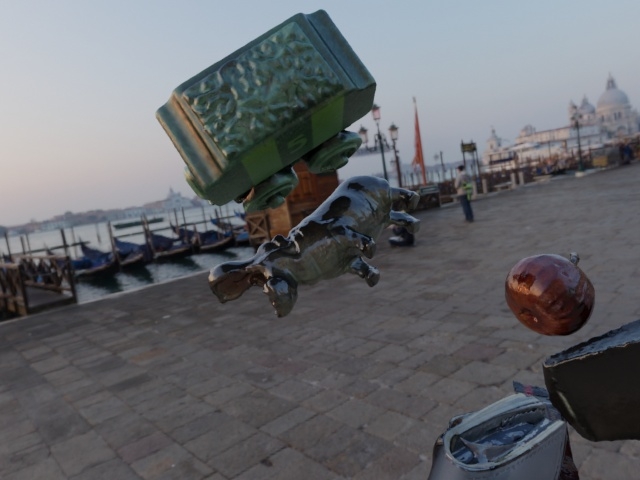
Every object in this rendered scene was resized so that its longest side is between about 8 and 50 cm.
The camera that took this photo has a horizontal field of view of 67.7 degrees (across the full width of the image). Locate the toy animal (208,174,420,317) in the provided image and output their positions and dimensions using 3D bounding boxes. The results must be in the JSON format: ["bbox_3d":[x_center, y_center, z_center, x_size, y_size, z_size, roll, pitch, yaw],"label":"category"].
[{"bbox_3d":[0.007,0.010,0.723,0.343,0.106,0.168,-33,46,-25],"label":"toy animal"}]

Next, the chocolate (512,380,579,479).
[{"bbox_3d":[0.354,0.299,0.758,0.086,0.028,0.182,8,35,10],"label":"chocolate"}]

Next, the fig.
[{"bbox_3d":[0.353,0.080,0.714,0.150,0.129,0.128,-6,5,-16],"label":"fig"}]

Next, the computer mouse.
[{"bbox_3d":[0.480,0.192,0.685,0.295,0.168,0.087,-26,8,35],"label":"computer mouse"}]

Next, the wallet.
[{"bbox_3d":[0.123,0.245,0.390,0.170,0.231,0.069,3,15,-37],"label":"wallet"}]

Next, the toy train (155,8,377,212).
[{"bbox_3d":[-0.060,-0.158,0.659,0.299,0.167,0.238,-34,-8,-4],"label":"toy train"}]
